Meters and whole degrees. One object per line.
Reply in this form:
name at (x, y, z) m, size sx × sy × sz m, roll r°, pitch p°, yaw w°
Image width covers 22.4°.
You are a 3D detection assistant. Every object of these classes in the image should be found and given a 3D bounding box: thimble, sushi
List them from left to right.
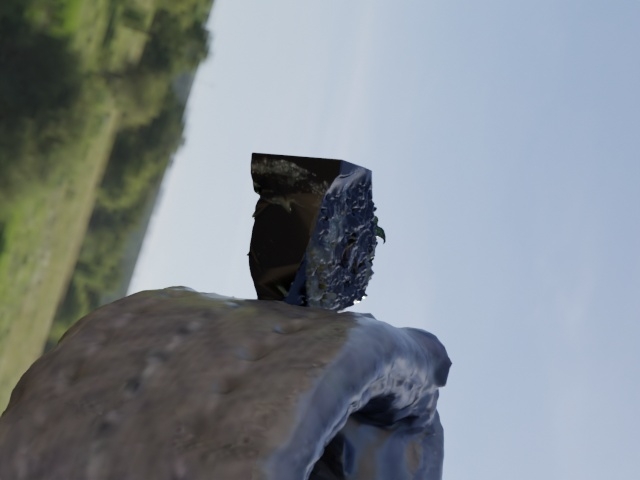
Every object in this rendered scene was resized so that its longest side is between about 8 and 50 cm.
thimble at (-0.048, 0.132, 0.748) m, size 0.245 × 0.157 × 0.217 m, roll -56°, pitch 147°, yaw -42°
sushi at (0.000, 0.000, 0.890) m, size 0.085 × 0.056 × 0.083 m, roll 16°, pitch 80°, yaw -62°
